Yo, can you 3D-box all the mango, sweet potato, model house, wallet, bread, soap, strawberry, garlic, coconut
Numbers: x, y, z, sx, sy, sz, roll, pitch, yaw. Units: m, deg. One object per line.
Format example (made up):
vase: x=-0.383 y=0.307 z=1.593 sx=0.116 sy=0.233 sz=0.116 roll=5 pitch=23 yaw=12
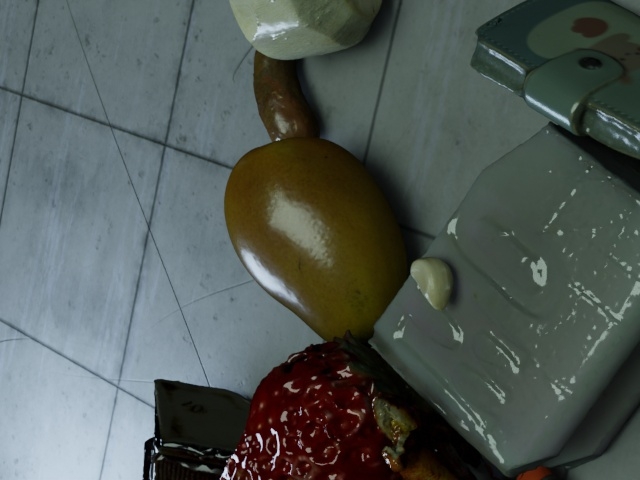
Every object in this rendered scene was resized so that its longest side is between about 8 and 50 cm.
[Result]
mango: x=0.000 y=0.000 z=1.975 sx=0.264 sy=0.221 sz=0.378 roll=-40 pitch=74 yaw=28
sweet potato: x=-0.072 y=-0.273 z=2.123 sx=0.097 sy=0.097 sz=0.292 roll=-27 pitch=71 yaw=38
model house: x=-0.181 y=0.435 z=2.159 sx=0.317 sy=0.297 sz=0.282 roll=8 pitch=107 yaw=4
wallet: x=0.388 y=-0.219 z=1.624 sx=0.360 sy=0.252 sz=0.083 roll=38 pitch=145 yaw=36
bread: x=0.148 y=0.300 z=1.681 sx=0.095 sy=0.269 sz=0.139 roll=-38 pitch=43 yaw=22
soap: x=0.316 y=0.071 z=1.691 sx=0.350 sy=0.213 sz=0.435 roll=49 pitch=118 yaw=33
strawberry: x=0.008 y=0.325 z=1.854 sx=0.295 sy=0.317 sz=0.345 roll=43 pitch=103 yaw=7
garlic: x=0.153 y=0.051 z=1.672 sx=0.083 sy=0.041 sz=0.053 roll=54 pitch=134 yaw=44
coconut: x=-0.039 y=-0.417 z=1.997 sx=0.247 sy=0.245 sz=0.245 roll=-7 pitch=84 yaw=35

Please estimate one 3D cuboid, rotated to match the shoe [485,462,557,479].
shoe: x=0.227 y=0.416 z=1.824 sx=0.336 sy=0.132 sz=0.171 roll=-34 pitch=62 yaw=34
